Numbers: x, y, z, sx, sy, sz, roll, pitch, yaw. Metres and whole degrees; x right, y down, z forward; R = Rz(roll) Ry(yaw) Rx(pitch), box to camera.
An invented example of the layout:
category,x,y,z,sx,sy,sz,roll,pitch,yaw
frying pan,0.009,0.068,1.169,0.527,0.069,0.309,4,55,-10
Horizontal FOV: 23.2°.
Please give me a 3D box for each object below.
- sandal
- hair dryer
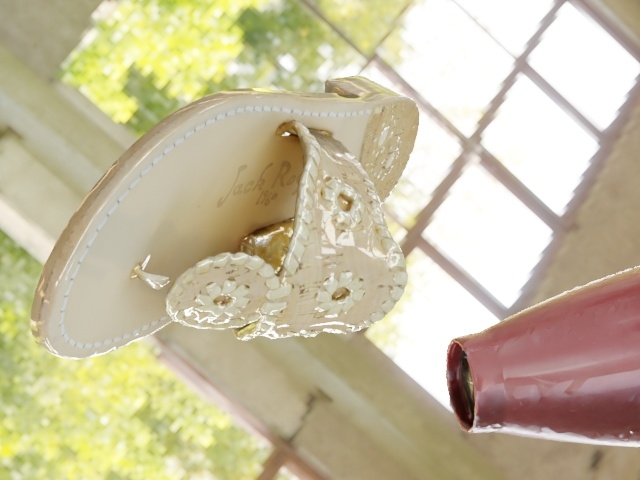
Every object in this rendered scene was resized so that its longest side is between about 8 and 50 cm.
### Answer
category,x,y,z,sx,sy,sz,roll,pitch,yaw
sandal,0.002,-0.006,0.557,0.240,0.079,0.088,-30,142,-59
hair dryer,0.172,-0.011,0.560,0.293,0.223,0.080,-35,-139,16
